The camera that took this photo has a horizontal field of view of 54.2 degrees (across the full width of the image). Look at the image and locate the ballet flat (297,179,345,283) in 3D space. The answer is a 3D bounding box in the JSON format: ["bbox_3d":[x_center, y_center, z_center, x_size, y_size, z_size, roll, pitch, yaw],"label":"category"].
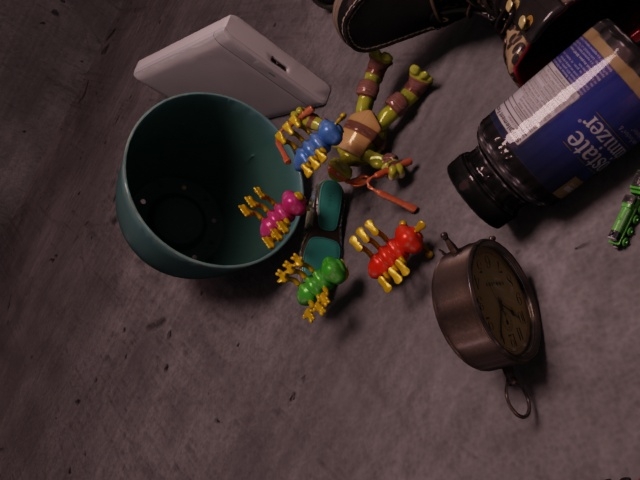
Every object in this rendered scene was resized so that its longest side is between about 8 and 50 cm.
[{"bbox_3d":[0.000,0.000,0.953,0.070,0.070,0.188,-11,58,46],"label":"ballet flat"}]

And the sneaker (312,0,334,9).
[{"bbox_3d":[0.078,-0.540,1.155,0.267,0.101,0.106,-19,52,42],"label":"sneaker"}]

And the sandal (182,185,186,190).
[{"bbox_3d":[-0.239,-0.157,1.335,0.090,0.060,0.219,-32,31,26],"label":"sandal"}]

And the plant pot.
[{"bbox_3d":[-0.209,-0.065,1.064,0.235,0.293,0.292,-31,45,57],"label":"plant pot"}]

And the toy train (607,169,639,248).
[{"bbox_3d":[0.309,-0.032,0.623,0.017,0.024,0.083,23,86,53],"label":"toy train"}]

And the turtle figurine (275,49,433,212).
[{"bbox_3d":[0.077,-0.162,0.932,0.270,0.087,0.217,32,90,31],"label":"turtle figurine"}]

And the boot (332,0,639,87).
[{"bbox_3d":[0.206,-0.297,0.782,0.378,0.138,0.284,-23,51,13],"label":"boot"}]

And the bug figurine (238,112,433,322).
[{"bbox_3d":[0.011,-0.027,0.854,0.216,0.072,0.279,-41,68,21],"label":"bug figurine"}]

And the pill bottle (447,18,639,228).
[{"bbox_3d":[0.248,-0.114,0.665,0.219,0.123,0.122,-41,41,27],"label":"pill bottle"}]

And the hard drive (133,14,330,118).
[{"bbox_3d":[-0.180,-0.306,1.203,0.353,0.233,0.047,1,69,50],"label":"hard drive"}]

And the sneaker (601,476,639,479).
[{"bbox_3d":[0.297,0.218,0.427,0.299,0.121,0.111,-27,78,37],"label":"sneaker"}]

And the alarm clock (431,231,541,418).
[{"bbox_3d":[0.172,0.085,0.636,0.064,0.129,0.191,-30,68,38],"label":"alarm clock"}]
